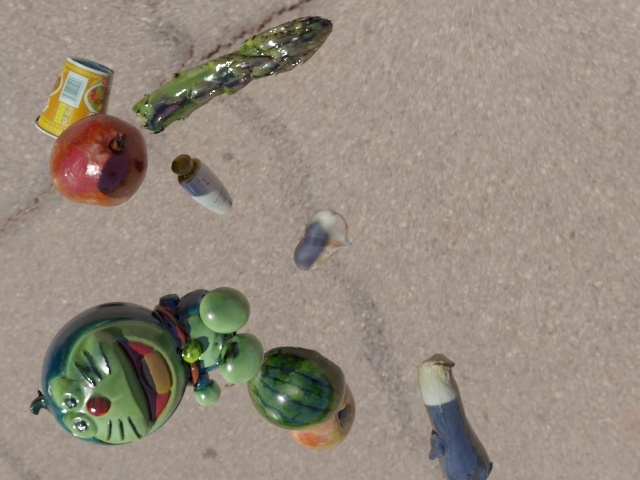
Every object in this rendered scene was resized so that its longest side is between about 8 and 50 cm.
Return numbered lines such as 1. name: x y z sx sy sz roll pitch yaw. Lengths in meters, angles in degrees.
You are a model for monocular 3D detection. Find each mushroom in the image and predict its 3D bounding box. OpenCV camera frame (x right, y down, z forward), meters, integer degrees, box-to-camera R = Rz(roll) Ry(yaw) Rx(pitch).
1. mushroom: 0.232 0.326 1.284 0.099 0.096 0.278 -9 111 31

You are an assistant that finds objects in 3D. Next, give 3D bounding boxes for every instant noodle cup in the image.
1. instant noodle cup: -0.582 -0.340 1.768 0.168 0.168 0.185 24 104 1

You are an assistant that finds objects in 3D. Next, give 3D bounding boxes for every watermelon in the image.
1. watermelon: -0.056 0.326 1.535 0.232 0.127 0.204 28 124 -24

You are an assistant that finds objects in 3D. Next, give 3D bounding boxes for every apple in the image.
1. apple: -0.008 0.425 1.855 0.164 0.209 0.209 5 115 27

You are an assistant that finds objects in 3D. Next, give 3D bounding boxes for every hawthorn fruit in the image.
1. hawthorn fruit: -0.433 -0.170 1.468 0.196 0.196 0.225 50 146 -11

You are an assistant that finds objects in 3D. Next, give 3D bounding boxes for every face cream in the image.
1. face cream: -0.245 -0.116 1.535 0.051 0.072 0.182 19 163 32

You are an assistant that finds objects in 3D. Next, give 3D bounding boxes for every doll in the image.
1. doll: -0.252 0.175 1.047 0.322 0.186 0.198 -17 105 -21

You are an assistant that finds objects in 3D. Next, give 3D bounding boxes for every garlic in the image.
1. garlic: 0.000 0.002 1.814 0.099 0.124 0.174 37 102 37

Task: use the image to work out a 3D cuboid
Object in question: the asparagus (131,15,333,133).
1. asparagus: -0.064 -0.122 0.536 0.165 0.030 0.036 -21 111 17
